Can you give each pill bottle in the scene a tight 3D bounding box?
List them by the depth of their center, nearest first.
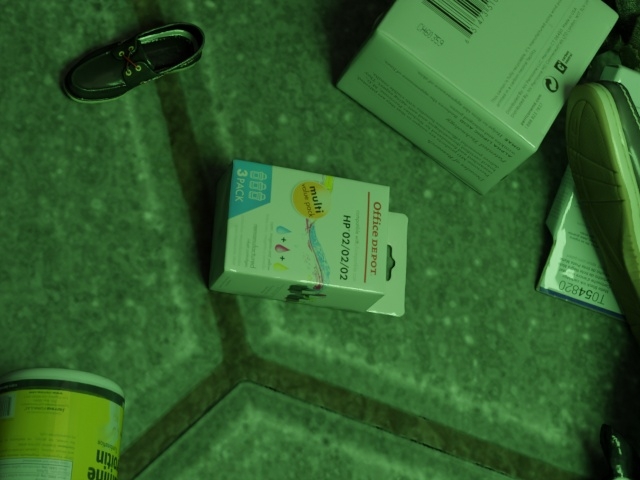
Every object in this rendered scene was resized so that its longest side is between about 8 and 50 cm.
[{"bbox_3d":[-0.208,0.196,1.152,0.103,0.103,0.184,9,69,-16],"label":"pill bottle"}]

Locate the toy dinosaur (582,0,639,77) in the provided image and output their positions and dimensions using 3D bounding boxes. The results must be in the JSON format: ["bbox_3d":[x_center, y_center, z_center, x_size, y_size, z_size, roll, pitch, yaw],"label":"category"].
[{"bbox_3d":[0.319,-0.249,1.476,0.160,0.121,0.313,-24,92,-29],"label":"toy dinosaur"}]

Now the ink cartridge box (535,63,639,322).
[{"bbox_3d":[0.333,-0.026,1.426,0.223,0.045,0.224,20,94,-11],"label":"ink cartridge box"}]

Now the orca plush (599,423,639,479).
[{"bbox_3d":[0.171,0.270,1.257,0.102,0.151,0.287,21,65,24],"label":"orca plush"}]

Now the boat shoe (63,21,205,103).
[{"bbox_3d":[-0.164,-0.159,1.330,0.133,0.042,0.049,-22,81,-23],"label":"boat shoe"}]

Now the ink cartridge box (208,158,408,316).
[{"bbox_3d":[0.000,0.000,1.315,0.181,0.061,0.104,9,69,-16],"label":"ink cartridge box"}]

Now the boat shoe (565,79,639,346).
[{"bbox_3d":[0.299,-0.018,1.350,0.092,0.103,0.285,-24,105,-10],"label":"boat shoe"}]

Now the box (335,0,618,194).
[{"bbox_3d":[0.144,-0.175,1.394,0.182,0.119,0.181,36,64,-4],"label":"box"}]
